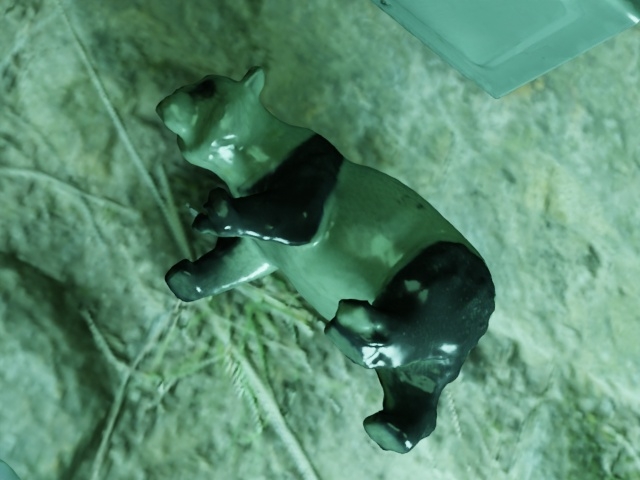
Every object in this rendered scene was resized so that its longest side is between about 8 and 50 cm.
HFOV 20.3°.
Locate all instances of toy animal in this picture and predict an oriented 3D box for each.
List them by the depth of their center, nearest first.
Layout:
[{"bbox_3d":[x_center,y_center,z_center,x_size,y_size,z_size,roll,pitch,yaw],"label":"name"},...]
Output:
[{"bbox_3d":[0.000,0.000,0.964,0.225,0.094,0.121,37,56,-1],"label":"toy animal"}]

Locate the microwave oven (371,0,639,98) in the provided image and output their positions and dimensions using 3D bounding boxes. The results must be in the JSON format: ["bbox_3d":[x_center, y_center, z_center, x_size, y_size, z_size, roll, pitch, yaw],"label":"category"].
[{"bbox_3d":[0.124,-0.266,1.029,0.237,0.181,0.295,38,67,-13],"label":"microwave oven"}]

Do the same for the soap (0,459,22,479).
[{"bbox_3d":[-0.190,0.248,0.789,0.446,0.156,0.261,46,65,-7],"label":"soap"}]
